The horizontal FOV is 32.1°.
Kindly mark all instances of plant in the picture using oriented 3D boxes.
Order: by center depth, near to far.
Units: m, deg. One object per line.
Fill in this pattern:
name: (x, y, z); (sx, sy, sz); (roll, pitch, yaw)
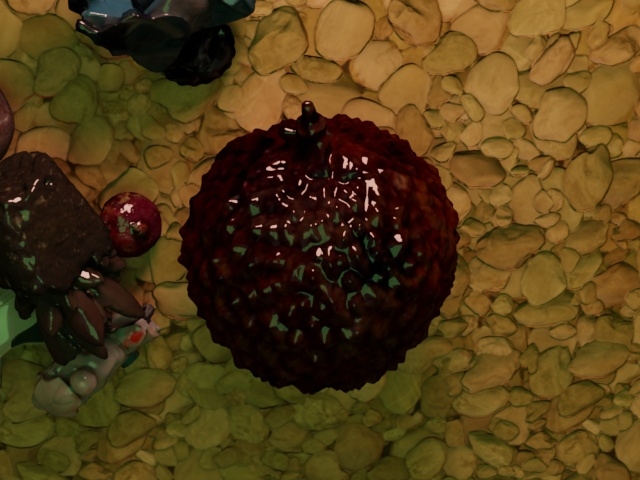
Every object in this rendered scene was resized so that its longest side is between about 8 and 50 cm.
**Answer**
plant: (-0.398, 0.031, 1.688); (0.181, 0.194, 0.321); (-45, 128, -25)

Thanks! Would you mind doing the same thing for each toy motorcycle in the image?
toy motorcycle: (-0.253, -0.383, 1.607); (0.232, 0.172, 0.416); (-42, 132, 22)
toy motorcycle: (-0.374, 0.203, 1.813); (0.260, 0.171, 0.110); (-37, 108, 10)

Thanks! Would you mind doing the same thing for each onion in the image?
onion: (-0.305, -0.024, 1.788); (0.107, 0.097, 0.107); (-7, 107, -24)

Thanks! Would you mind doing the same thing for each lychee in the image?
lychee: (0.000, 0.000, 1.662); (0.424, 0.425, 0.500); (0, 129, -5)

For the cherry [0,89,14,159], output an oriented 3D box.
cherry: (-0.548, -0.172, 1.693); (0.176, 0.140, 0.176); (1, 93, 32)

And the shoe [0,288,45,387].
shoe: (-0.606, 0.198, 1.817); (0.363, 0.132, 0.160); (-35, 109, 1)
